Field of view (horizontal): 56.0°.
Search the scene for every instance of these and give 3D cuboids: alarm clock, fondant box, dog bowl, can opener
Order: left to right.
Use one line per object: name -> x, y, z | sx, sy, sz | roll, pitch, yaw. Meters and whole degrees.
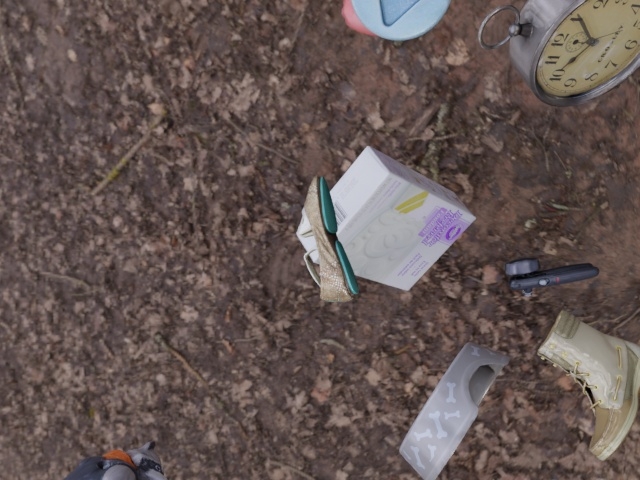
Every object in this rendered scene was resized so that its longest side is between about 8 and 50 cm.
fondant box -> 0.147, -0.033, 1.282 | 0.238, 0.330, 0.096 | -50, 49, 20
dog bowl -> 0.304, 0.387, 1.390 | 0.102, 0.349, 0.348 | 32, 102, 20
can opener -> 0.475, 0.072, 1.236 | 0.186, 0.059, 0.073 | -4, 113, 6
alarm clock -> 0.220, -0.188, 0.537 | 0.129, 0.192, 0.064 | 111, 144, -46

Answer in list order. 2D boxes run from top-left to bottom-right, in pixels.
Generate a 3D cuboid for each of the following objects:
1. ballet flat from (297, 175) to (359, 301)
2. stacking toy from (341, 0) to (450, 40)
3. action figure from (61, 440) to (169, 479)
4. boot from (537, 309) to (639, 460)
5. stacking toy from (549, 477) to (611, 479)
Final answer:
ballet flat -> 0.000, 0.000, 0.944 | 0.067, 0.073, 0.206 | -19, 75, 16
stacking toy -> 0.053, -0.413, 0.746 | 0.280, 0.130, 0.308 | 11, 116, 6
action figure -> -0.280, 0.347, 0.737 | 0.341, 0.330, 0.178 | -26, 91, 19
boot -> 0.527, 0.280, 1.206 | 0.204, 0.095, 0.262 | 28, 63, 12
stacking toy -> 0.282, 0.424, 0.920 | 0.331, 0.141, 0.141 | 2, 86, 9
